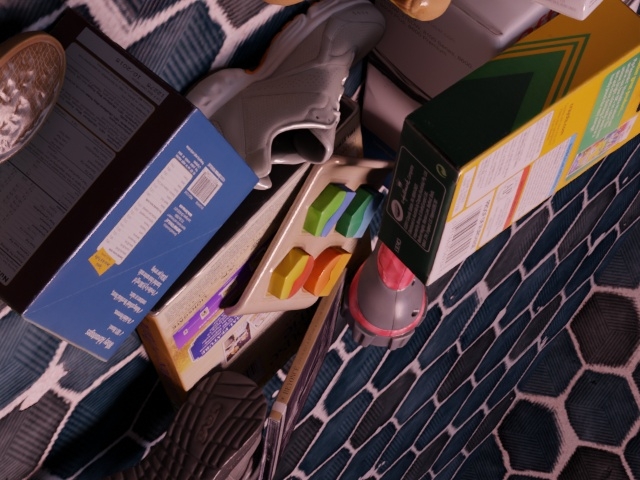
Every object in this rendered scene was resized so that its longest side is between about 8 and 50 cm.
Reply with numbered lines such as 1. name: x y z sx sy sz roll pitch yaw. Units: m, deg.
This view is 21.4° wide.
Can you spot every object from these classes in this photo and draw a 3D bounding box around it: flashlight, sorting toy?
1. flashlight: 0.092 0.028 1.914 0.103 0.103 0.304 -48 171 -23
2. sorting toy: 0.000 0.000 1.798 0.208 0.038 0.193 -56 161 14

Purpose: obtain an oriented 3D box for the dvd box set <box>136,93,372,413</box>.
1. dvd box set: -0.066 0.037 1.870 0.307 0.062 0.420 -46 161 -14

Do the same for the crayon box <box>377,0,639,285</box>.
1. crayon box: 0.209 -0.114 1.672 0.323 0.083 0.203 -34 157 -25

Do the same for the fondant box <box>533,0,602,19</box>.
1. fondant box: 0.268 -0.393 1.474 0.238 0.096 0.330 -44 152 -38

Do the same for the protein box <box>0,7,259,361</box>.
1. protein box: -0.182 -0.037 1.336 0.201 0.136 0.200 -50 162 -3

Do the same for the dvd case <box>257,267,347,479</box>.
1. dvd case: -0.022 0.158 1.957 0.164 0.018 0.221 101 11 -54

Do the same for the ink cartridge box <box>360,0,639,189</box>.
1. ink cartridge box: 0.199 -0.225 1.818 0.285 0.166 0.395 -42 160 -22

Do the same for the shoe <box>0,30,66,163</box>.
1. shoe: -0.269 -0.069 1.213 0.219 0.058 0.076 -51 142 -10

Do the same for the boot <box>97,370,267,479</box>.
1. boot: -0.175 0.311 1.882 0.338 0.118 0.222 -40 161 -20

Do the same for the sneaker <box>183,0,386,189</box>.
1. sneaker: -0.013 -0.129 1.579 0.262 0.121 0.099 -39 159 -31

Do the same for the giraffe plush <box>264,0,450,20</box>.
1. giraffe plush: -0.010 -0.248 1.316 0.170 0.210 0.181 -22 121 -26
